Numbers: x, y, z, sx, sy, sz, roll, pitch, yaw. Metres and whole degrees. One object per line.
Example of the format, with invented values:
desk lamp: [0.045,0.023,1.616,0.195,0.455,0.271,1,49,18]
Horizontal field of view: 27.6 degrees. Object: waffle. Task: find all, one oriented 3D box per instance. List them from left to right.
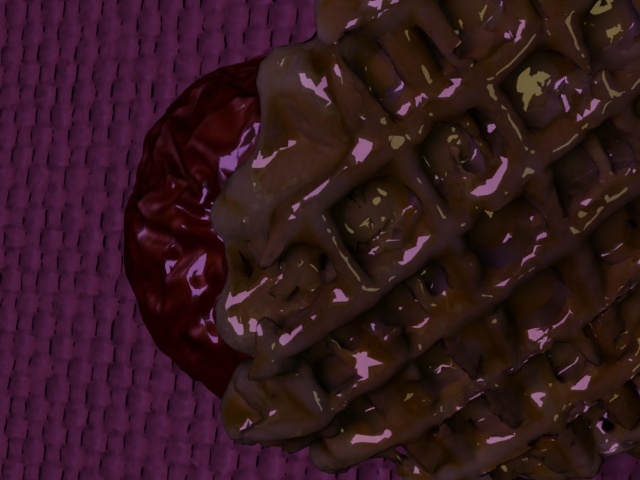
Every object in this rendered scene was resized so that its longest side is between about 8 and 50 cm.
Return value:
waffle: [0.097,-0.006,0.618,0.073,0.297,0.317,-121,42,-64]

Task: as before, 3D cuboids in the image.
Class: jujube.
jujube: [0.000,0.000,0.765,0.232,0.213,0.213,21,97,30]

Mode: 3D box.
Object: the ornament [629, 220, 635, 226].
ornament: [0.218,-0.062,0.681,0.180,0.059,0.201,11,120,-1]
